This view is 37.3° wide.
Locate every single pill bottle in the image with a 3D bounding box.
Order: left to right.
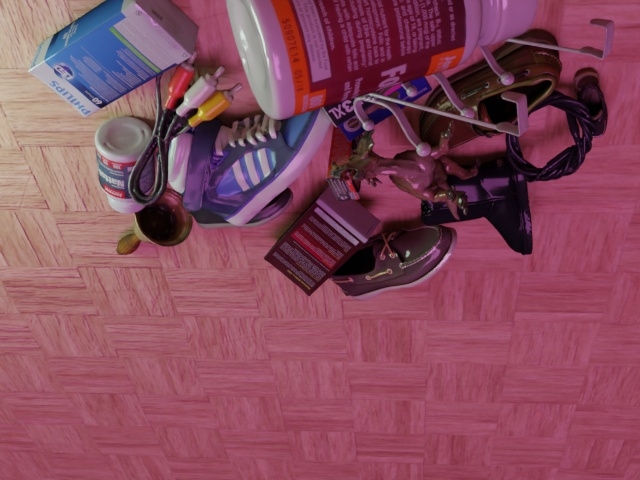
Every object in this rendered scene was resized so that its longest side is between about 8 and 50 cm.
[{"bbox_3d":[-0.367,-0.137,1.797,0.108,0.108,0.180,7,142,-3],"label":"pill bottle"},{"bbox_3d":[0.084,-0.325,1.321,0.392,0.224,0.224,-18,144,-10],"label":"pill bottle"}]

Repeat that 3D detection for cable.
[{"bbox_3d":[-0.266,-0.197,1.636,0.139,0.072,0.287,36,98,-5],"label":"cable"},{"bbox_3d":[0.400,-0.180,1.664,0.150,0.047,0.184,23,128,15],"label":"cable"}]

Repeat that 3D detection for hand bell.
[{"bbox_3d":[-0.376,-0.014,1.988,0.126,0.126,0.242,26,151,-25],"label":"hand bell"}]

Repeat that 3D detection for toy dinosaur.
[{"bbox_3d":[0.158,-0.122,1.664,0.200,0.127,0.295,4,168,28],"label":"toy dinosaur"}]

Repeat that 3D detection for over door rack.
[{"bbox_3d":[0.239,-0.224,1.406,0.324,0.239,0.108,11,134,48],"label":"over door rack"}]

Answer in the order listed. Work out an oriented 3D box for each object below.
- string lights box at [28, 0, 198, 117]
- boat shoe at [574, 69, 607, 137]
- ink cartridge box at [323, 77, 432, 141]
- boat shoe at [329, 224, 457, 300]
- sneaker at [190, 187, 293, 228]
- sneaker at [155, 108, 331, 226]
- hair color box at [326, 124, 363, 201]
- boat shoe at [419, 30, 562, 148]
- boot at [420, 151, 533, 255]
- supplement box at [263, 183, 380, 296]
[{"bbox_3d":[-0.347,-0.317,1.585,0.259,0.077,0.133,-21,135,30],"label":"string lights box"},{"bbox_3d":[0.466,-0.226,1.639,0.056,0.049,0.152,-11,140,20],"label":"boat shoe"},{"bbox_3d":[0.046,-0.307,1.527,0.175,0.069,0.371,-31,136,8],"label":"ink cartridge box"},{"bbox_3d":[0.140,0.036,1.958,0.096,0.117,0.324,30,146,-29],"label":"boat shoe"},{"bbox_3d":[-0.172,-0.088,1.861,0.222,0.083,0.118,-11,140,21],"label":"sneaker"},{"bbox_3d":[-0.156,-0.183,1.701,0.236,0.130,0.323,35,124,-19],"label":"sneaker"},{"bbox_3d":[0.047,-0.147,1.711,0.043,0.141,0.072,-6,142,19],"label":"hair color box"},{"bbox_3d":[0.275,-0.230,1.609,0.110,0.104,0.307,23,141,-26],"label":"boat shoe"},{"bbox_3d":[0.299,-0.059,1.835,0.207,0.094,0.246,-8,134,11],"label":"boot"},{"bbox_3d":[0.000,0.000,1.932,0.130,0.073,0.239,41,135,-5],"label":"supplement box"}]
